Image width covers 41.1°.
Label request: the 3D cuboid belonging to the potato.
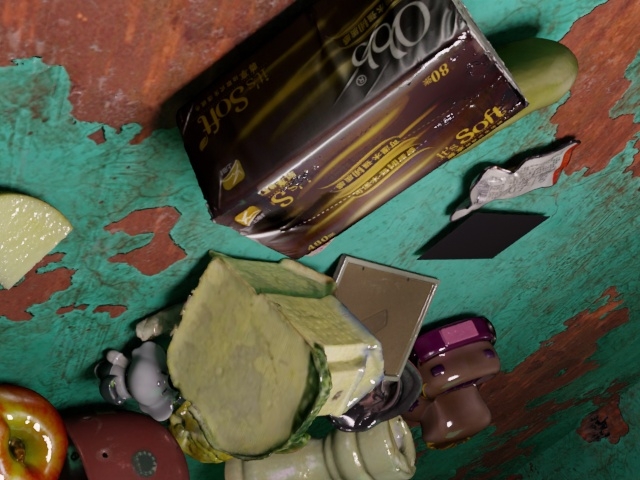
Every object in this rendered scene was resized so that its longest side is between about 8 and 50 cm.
[{"bbox_3d":[-0.410,-0.030,1.089,0.120,0.081,0.149,-47,139,-20],"label":"potato"}]

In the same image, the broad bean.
[{"bbox_3d":[0.212,-0.197,1.140,0.263,0.189,0.121,-29,111,9],"label":"broad bean"}]

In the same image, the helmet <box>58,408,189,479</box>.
[{"bbox_3d":[-0.379,0.469,1.662,0.230,0.338,0.385,-15,170,-27],"label":"helmet"}]

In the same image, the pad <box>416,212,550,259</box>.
[{"bbox_3d":[0.317,-0.005,1.660,0.245,0.006,0.170,0,148,-43],"label":"pad"}]

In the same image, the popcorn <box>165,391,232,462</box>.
[{"bbox_3d":[-0.215,0.355,1.758,0.197,0.213,0.198,17,174,2],"label":"popcorn"}]

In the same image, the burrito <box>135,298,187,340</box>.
[{"bbox_3d":[-0.229,0.128,1.484,0.188,0.045,0.058,-24,164,-3],"label":"burrito"}]

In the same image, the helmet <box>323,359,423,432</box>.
[{"bbox_3d":[0.098,0.314,1.927,0.253,0.154,0.198,-42,108,15],"label":"helmet"}]

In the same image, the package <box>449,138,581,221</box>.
[{"bbox_3d":[0.338,-0.106,1.506,0.232,0.040,0.166,-22,159,-14],"label":"package"}]

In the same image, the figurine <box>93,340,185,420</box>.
[{"bbox_3d":[-0.313,0.244,1.521,0.192,0.147,0.126,-1,-164,31],"label":"figurine"}]

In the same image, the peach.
[{"bbox_3d":[-0.587,0.362,1.452,0.274,0.249,0.245,-25,119,32],"label":"peach"}]

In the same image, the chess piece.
[{"bbox_3d":[0.005,0.546,2.077,0.442,0.234,0.234,-22,153,21],"label":"chess piece"}]

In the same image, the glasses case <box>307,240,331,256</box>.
[{"bbox_3d":[0.000,0.000,1.455,0.032,0.021,0.083,5,141,-43],"label":"glasses case"}]

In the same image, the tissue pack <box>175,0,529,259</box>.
[{"bbox_3d":[0.035,-0.164,1.021,0.370,0.198,0.210,-35,147,18],"label":"tissue pack"}]

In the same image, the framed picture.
[{"bbox_3d":[0.101,0.160,1.669,0.324,0.020,0.241,13,101,-48],"label":"framed picture"}]

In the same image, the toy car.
[{"bbox_3d":[0.306,0.345,2.031,0.271,0.240,0.341,-15,153,-18],"label":"toy car"}]

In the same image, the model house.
[{"bbox_3d":[-0.056,0.194,1.409,0.266,0.321,0.261,1,124,-50],"label":"model house"}]
